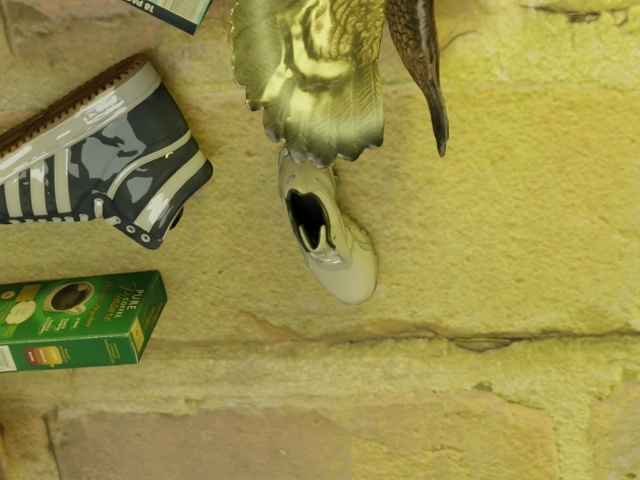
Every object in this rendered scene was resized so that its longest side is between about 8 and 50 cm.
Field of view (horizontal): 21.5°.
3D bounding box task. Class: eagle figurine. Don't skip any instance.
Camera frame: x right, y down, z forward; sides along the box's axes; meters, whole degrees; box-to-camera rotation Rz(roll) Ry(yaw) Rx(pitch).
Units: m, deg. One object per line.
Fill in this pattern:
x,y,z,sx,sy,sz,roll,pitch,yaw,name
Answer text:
0.059,-0.217,1.305,0.226,0.225,0.298,19,118,-14,eagle figurine

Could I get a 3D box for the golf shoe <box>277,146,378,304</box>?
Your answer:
0.000,0.000,1.544,0.069,0.086,0.176,-15,120,19,golf shoe

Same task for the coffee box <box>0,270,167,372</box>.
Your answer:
-0.250,0.081,1.633,0.184,0.113,0.040,-6,120,14,coffee box

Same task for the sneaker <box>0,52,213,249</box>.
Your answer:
-0.230,-0.042,1.557,0.282,0.099,0.153,-28,111,23,sneaker

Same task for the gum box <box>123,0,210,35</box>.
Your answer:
-0.143,-0.253,1.349,0.157,0.184,0.041,26,124,-5,gum box
